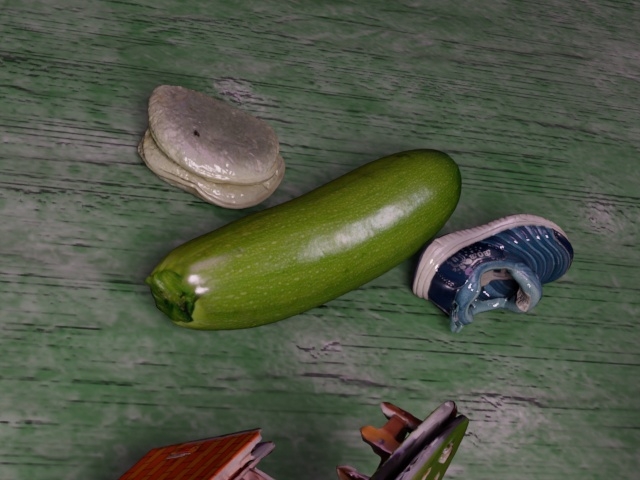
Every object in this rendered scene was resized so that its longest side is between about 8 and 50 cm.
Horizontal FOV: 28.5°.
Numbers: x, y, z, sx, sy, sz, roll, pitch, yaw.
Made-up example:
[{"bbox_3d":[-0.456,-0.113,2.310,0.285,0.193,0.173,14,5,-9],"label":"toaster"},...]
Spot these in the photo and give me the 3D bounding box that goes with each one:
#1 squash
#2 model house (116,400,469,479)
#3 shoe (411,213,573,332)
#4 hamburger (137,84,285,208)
[{"bbox_3d":[0.001,0.002,0.909,0.292,0.082,0.082,-25,56,-39],"label":"squash"},{"bbox_3d":[-0.074,0.168,0.576,0.154,0.207,0.294,30,38,17],"label":"model house"},{"bbox_3d":[0.140,0.025,0.958,0.143,0.064,0.071,-12,47,-31],"label":"shoe"},{"bbox_3d":[-0.083,-0.065,0.980,0.121,0.054,0.084,19,35,-14],"label":"hamburger"}]
